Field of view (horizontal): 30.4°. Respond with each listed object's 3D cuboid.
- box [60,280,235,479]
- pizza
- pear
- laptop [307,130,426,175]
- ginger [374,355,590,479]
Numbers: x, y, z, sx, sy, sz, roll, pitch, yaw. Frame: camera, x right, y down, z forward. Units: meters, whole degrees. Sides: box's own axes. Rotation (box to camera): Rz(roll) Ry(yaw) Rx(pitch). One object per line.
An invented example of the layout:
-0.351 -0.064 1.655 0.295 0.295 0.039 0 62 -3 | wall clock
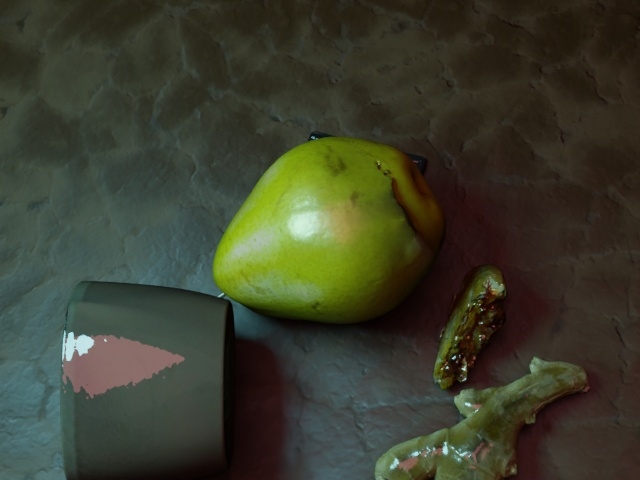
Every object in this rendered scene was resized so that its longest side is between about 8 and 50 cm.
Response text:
-0.229 0.202 1.625 0.216 0.301 0.301 2 70 0 | box
0.220 0.129 1.698 0.069 0.154 0.194 21 94 -6 | pizza
0.012 0.006 1.678 0.285 0.285 0.336 52 121 20 | pear
0.058 -0.095 1.842 0.197 0.016 0.135 14 70 11 | laptop
0.236 0.270 1.656 0.333 0.081 0.148 -38 54 -9 | ginger
